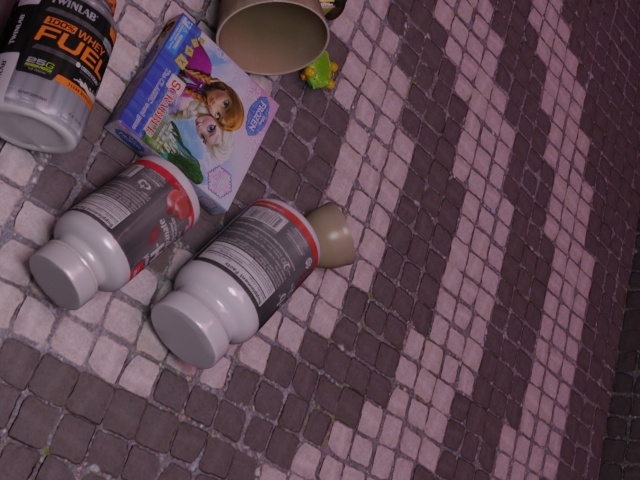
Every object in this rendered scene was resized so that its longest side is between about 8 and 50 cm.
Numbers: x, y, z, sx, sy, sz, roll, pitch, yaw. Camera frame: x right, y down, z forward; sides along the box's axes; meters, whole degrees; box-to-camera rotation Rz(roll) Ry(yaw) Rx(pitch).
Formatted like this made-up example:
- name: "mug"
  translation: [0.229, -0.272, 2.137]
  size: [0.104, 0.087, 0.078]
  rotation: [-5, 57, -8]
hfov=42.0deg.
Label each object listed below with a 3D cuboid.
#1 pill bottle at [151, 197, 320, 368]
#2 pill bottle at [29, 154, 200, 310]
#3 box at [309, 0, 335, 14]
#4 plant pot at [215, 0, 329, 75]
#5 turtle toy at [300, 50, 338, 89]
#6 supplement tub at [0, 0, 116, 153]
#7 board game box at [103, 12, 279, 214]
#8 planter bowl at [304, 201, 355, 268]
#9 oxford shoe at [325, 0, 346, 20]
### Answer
- name: "pill bottle"
  translation: [-0.177, 0.088, 1.768]
  size: [0.363, 0.210, 0.210]
  rotation: [-47, 114, -37]
- name: "pill bottle"
  translation: [-0.395, -0.013, 1.602]
  size: [0.318, 0.176, 0.176]
  rotation: [-46, 114, -38]
- name: "box"
  translation: [-0.023, -0.661, 2.011]
  size: [0.058, 0.087, 0.232]
  rotation: [-7, 88, -24]
- name: "plant pot"
  translation: [-0.118, -0.570, 1.932]
  size: [0.256, 0.256, 0.274]
  rotation: [19, 55, -40]
- name: "turtle toy"
  translation: [-0.009, -0.441, 2.110]
  size: [0.095, 0.066, 0.130]
  rotation: [25, 67, -38]
- name: "supplement tub"
  translation: [-0.497, -0.338, 1.547]
  size: [0.193, 0.193, 0.316]
  rotation: [28, 65, -37]
- name: "board game box"
  translation: [-0.270, -0.276, 1.837]
  size: [0.318, 0.066, 0.319]
  rotation: [40, 58, -32]
- name: "planter bowl"
  translation: [0.000, 0.000, 2.001]
  size: [0.109, 0.162, 0.162]
  rotation: [-20, 98, -17]
- name: "oxford shoe"
  translation: [0.041, -0.653, 2.191]
  size: [0.082, 0.096, 0.227]
  rotation: [24, 44, -2]
